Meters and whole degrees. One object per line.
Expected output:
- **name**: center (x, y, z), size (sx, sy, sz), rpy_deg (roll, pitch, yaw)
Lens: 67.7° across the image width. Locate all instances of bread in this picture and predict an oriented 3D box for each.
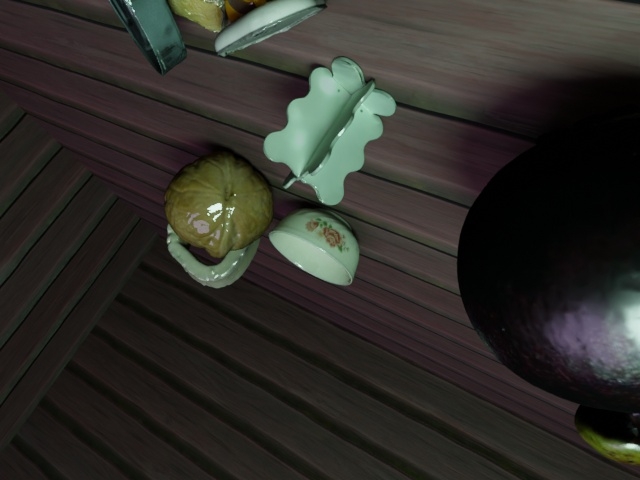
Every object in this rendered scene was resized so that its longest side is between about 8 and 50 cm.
- **bread**: center (-0.199, -0.398, 0.754), size (0.125, 0.082, 0.106), rpy_deg (22, 176, -8)

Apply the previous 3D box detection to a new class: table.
- **table**: center (0.009, -0.176, 0.808), size (0.166, 0.198, 0.166), rpy_deg (28, 162, 10)

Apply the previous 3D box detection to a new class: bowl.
- **bowl**: center (0.000, 0.000, 1.381), size (0.277, 0.145, 0.277), rpy_deg (28, 164, 9)

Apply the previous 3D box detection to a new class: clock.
- **clock**: center (-0.314, -0.409, 0.771), size (0.281, 0.055, 0.281), rpy_deg (53, 169, 15)

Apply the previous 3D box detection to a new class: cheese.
- **cheese**: center (-0.361, -0.016, 1.609), size (0.292, 0.333, 0.153), rpy_deg (17, 160, 3)

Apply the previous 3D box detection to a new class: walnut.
- **walnut**: center (-0.288, -0.099, 1.366), size (0.332, 0.333, 0.333), rpy_deg (28, 162, 10)

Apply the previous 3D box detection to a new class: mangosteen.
- **mangosteen**: center (0.359, 0.069, 0.559), size (0.381, 0.436, 0.382), rpy_deg (-12, 174, -1)

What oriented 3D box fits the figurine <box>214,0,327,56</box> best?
- **figurine**: center (-0.098, -0.353, 0.659), size (0.250, 0.166, 0.141), rpy_deg (23, 142, 63)
